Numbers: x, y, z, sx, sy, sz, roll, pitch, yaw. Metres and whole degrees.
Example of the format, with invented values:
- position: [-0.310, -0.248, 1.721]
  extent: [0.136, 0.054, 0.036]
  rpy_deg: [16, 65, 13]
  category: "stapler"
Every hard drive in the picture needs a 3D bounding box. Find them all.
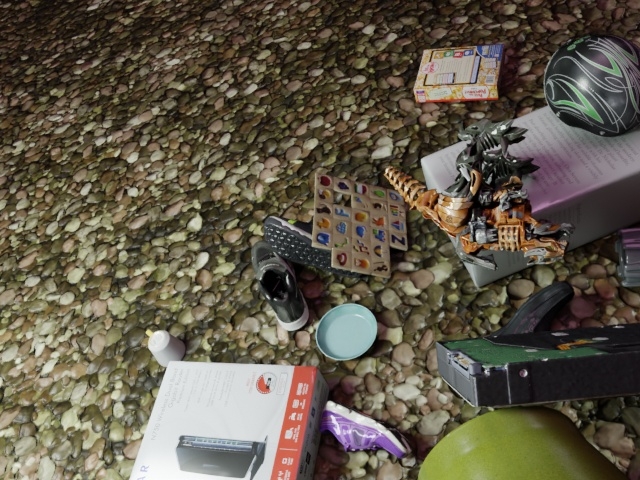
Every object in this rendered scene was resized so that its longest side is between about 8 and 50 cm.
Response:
- position: [0.356, 0.175, 0.953]
  extent: [0.338, 0.237, 0.064]
  rpy_deg: [-4, 89, -3]
  category: "hard drive"

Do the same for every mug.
- position: [-0.320, 0.212, 1.327]
  extent: [0.078, 0.064, 0.062]
  rpy_deg: [-2, 54, 20]
  category: "mug"

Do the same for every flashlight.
- position: [0.653, 0.018, 1.084]
  extent: [0.304, 0.103, 0.103]
  rpy_deg: [-5, 51, 18]
  category: "flashlight"

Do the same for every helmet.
- position: [0.482, -0.265, 1.129]
  extent: [0.169, 0.169, 0.161]
  rpy_deg: [-35, 32, -8]
  category: "helmet"

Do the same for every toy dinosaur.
- position: [0.253, -0.074, 1.076]
  extent: [0.321, 0.164, 0.218]
  rpy_deg: [25, 82, 10]
  category: "toy dinosaur"

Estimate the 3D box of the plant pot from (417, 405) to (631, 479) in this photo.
- position: [0.281, 0.407, 0.794]
  extent: [0.366, 0.367, 0.353]
  rpy_deg: [-23, 37, 2]
  category: "plant pot"

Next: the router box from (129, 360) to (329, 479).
- position: [-0.162, 0.378, 1.125]
  extent: [0.301, 0.082, 0.336]
  rpy_deg: [-2, 53, 19]
  category: "router box"

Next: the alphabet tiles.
- position: [0.081, -0.031, 1.328]
  extent: [0.198, 0.009, 0.237]
  rpy_deg: [12, 50, -12]
  category: "alphabet tiles"

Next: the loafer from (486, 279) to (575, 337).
- position: [0.351, 0.158, 1.112]
  extent: [0.223, 0.076, 0.078]
  rpy_deg: [-41, 56, -7]
  category: "loafer"

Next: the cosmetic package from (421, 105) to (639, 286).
- position: [0.446, -0.119, 1.231]
  extent: [0.453, 0.161, 0.230]
  rpy_deg: [-22, 49, 4]
  category: "cosmetic package"

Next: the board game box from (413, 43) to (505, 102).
- position: [0.331, -0.397, 1.569]
  extent: [0.193, 0.045, 0.147]
  rpy_deg: [3, 55, 23]
  category: "board game box"

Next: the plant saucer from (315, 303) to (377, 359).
- position: [0.051, 0.175, 1.243]
  extent: [0.119, 0.021, 0.119]
  rpy_deg: [-11, 51, 14]
  category: "plant saucer"

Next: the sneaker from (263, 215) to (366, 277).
- position: [0.000, 0.000, 1.337]
  extent: [0.234, 0.084, 0.097]
  rpy_deg: [23, 47, -1]
  category: "sneaker"

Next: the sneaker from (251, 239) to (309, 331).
- position: [-0.092, 0.067, 1.326]
  extent: [0.078, 0.106, 0.234]
  rpy_deg: [-26, 49, -2]
  category: "sneaker"

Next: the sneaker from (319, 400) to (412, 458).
- position: [0.074, 0.327, 1.102]
  extent: [0.169, 0.068, 0.071]
  rpy_deg: [15, 80, 34]
  category: "sneaker"
